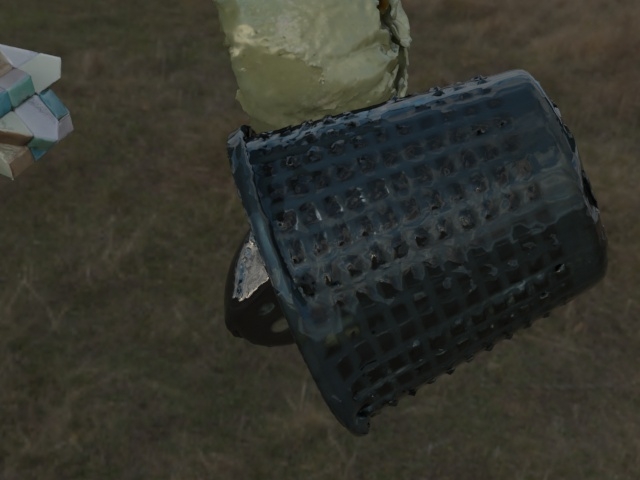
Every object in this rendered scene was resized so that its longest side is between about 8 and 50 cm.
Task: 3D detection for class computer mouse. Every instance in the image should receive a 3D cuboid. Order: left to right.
[{"bbox_3d":[0.000,0.000,1.136,0.170,0.269,0.100,24,28,-55],"label":"computer mouse"}]

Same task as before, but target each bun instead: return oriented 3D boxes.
[{"bbox_3d":[0.005,-0.182,0.943,0.152,0.259,0.259,-11,24,8],"label":"bun"}]

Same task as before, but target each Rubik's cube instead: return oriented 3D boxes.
[{"bbox_3d":[-0.202,-0.090,0.665,0.084,0.073,0.075,9,46,17],"label":"Rubik's cube"}]

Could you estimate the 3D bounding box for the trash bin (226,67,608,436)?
[{"bbox_3d":[0.058,-0.004,0.545,0.161,0.175,0.175,-21,26,5],"label":"trash bin"}]
